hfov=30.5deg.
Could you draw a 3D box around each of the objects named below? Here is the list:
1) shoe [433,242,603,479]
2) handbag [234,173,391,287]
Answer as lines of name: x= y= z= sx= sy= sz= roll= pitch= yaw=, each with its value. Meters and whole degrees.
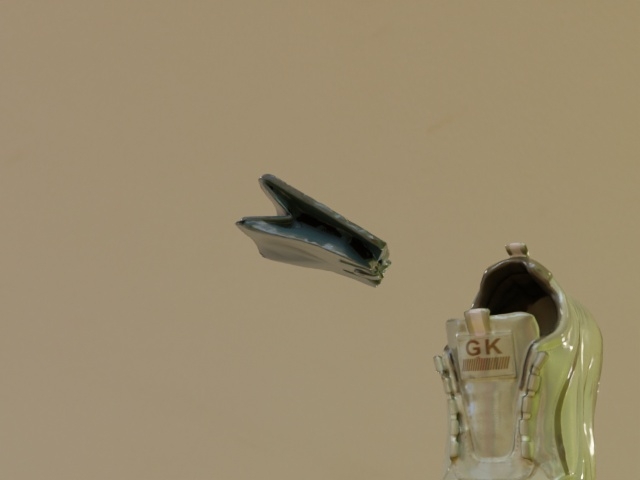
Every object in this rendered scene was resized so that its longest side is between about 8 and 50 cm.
shoe: x=0.151 y=0.129 z=0.965 sx=0.124 sy=0.316 sz=0.159 roll=-8 pitch=-51 yaw=28
handbag: x=0.000 y=0.000 z=1.170 sx=0.144 sy=0.221 sz=0.057 roll=22 pitch=-97 yaw=7
